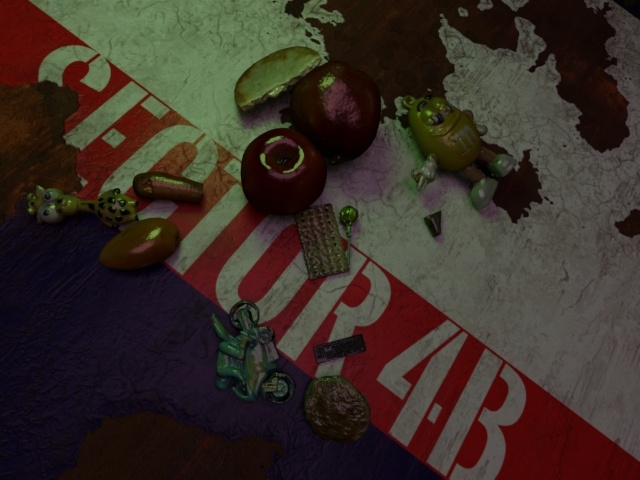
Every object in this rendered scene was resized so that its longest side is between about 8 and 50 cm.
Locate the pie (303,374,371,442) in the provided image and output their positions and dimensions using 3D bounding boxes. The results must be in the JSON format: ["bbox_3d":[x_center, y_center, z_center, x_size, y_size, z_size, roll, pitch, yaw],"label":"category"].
[{"bbox_3d":[0.041,0.457,1.106,0.163,0.079,0.193,-36,83,-11],"label":"pie"}]

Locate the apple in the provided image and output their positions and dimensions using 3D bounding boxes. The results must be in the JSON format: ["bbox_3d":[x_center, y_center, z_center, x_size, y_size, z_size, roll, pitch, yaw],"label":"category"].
[{"bbox_3d":[-0.115,-0.201,1.202,0.261,0.216,0.260,2,75,-8],"label":"apple"}]

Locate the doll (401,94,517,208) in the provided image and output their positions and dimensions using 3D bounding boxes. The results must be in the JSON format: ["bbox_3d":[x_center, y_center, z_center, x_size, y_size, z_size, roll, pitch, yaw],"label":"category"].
[{"bbox_3d":[0.463,-0.302,1.390,0.424,0.161,0.347,11,76,-14],"label":"doll"}]

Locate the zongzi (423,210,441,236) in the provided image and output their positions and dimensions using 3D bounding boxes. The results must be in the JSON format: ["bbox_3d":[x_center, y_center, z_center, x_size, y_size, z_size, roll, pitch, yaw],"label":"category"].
[{"bbox_3d":[0.395,-0.057,1.363,0.083,0.040,0.076,-20,85,-35],"label":"zongzi"}]

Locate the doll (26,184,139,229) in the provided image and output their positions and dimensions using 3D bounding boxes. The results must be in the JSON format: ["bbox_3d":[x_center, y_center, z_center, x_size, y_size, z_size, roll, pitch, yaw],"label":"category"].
[{"bbox_3d":[-0.656,-0.094,1.125,0.292,0.086,0.117,4,93,-10],"label":"doll"}]

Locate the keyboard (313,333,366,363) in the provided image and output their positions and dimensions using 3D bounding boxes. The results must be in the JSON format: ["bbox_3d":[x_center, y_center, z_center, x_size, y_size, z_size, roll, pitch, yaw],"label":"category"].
[{"bbox_3d":[0.057,0.317,1.186,0.155,0.010,0.053,-12,77,-15],"label":"keyboard"}]

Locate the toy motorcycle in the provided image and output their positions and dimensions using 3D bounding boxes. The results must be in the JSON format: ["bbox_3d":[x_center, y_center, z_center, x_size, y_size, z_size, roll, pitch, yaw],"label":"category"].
[{"bbox_3d":[-0.200,0.316,1.094,0.199,0.109,0.296,-22,80,-7],"label":"toy motorcycle"}]

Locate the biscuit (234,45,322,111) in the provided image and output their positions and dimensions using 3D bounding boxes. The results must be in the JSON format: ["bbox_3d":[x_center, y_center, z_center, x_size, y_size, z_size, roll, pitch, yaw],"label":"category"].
[{"bbox_3d":[-0.157,-0.548,1.340,0.309,0.040,0.204,-32,52,-1],"label":"biscuit"}]

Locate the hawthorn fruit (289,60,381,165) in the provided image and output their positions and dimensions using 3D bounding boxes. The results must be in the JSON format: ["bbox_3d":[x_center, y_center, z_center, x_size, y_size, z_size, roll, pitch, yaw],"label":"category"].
[{"bbox_3d":[0.059,-0.402,1.275,0.295,0.295,0.311,-30,78,-18],"label":"hawthorn fruit"}]

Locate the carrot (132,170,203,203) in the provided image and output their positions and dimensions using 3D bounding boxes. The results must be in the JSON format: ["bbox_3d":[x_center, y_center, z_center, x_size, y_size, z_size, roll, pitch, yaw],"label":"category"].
[{"bbox_3d":[-0.444,-0.157,1.191,0.194,0.087,0.087,2,73,-13],"label":"carrot"}]

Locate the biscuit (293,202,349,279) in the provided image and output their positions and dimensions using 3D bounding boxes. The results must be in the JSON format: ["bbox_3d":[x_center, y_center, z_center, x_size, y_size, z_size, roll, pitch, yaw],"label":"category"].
[{"bbox_3d":[0.000,0.000,1.268,0.139,0.016,0.231,-11,76,-15],"label":"biscuit"}]

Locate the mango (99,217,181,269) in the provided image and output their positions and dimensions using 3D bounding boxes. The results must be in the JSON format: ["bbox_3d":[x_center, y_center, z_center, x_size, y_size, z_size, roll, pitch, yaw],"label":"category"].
[{"bbox_3d":[-0.498,0.009,1.117,0.217,0.102,0.141,-25,73,-20],"label":"mango"}]

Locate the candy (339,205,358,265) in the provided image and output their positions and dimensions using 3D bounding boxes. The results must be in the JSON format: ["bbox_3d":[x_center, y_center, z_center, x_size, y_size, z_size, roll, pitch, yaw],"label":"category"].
[{"bbox_3d":[0.089,-0.016,1.274,0.062,0.058,0.193,-7,73,28],"label":"candy"}]
